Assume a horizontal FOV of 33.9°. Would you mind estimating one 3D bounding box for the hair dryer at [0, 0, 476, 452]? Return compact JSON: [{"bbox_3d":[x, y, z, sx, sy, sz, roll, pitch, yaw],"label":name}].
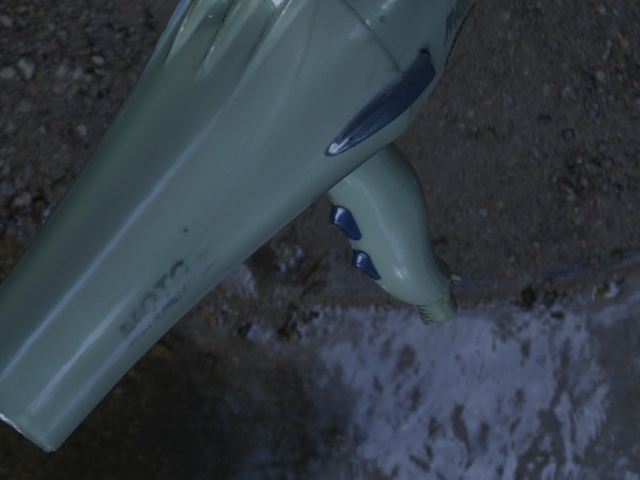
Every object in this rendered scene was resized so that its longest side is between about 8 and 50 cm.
[{"bbox_3d":[-0.027,0.004,0.478,0.119,0.296,0.298,28,141,35],"label":"hair dryer"}]
